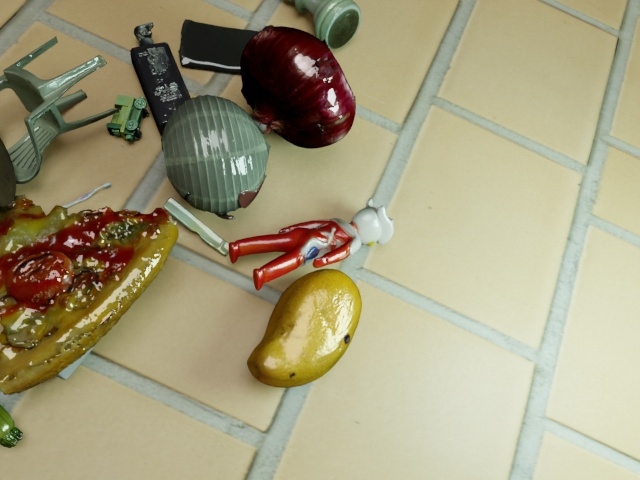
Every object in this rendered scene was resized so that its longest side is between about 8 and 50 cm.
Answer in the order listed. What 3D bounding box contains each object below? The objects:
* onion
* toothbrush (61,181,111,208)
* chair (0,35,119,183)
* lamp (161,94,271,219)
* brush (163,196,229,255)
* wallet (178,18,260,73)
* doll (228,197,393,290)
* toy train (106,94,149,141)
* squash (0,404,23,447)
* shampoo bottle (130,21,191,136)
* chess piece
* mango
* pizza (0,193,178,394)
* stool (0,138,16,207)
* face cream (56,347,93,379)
[{"bbox_3d":[-0.062,-0.334,1.315,0.314,0.314,0.232,42,71,8],"label":"onion"},{"bbox_3d":[-0.524,-0.096,1.280,0.131,0.013,0.011,-32,66,-21],"label":"toothbrush"},{"bbox_3d":[-0.599,-0.277,1.254,0.203,0.190,0.274,29,57,28],"label":"chair"},{"bbox_3d":[-0.223,-0.184,1.259,0.233,0.233,0.265,-7,60,-14],"label":"lamp"},{"bbox_3d":[-0.276,-0.027,1.294,0.178,0.030,0.033,39,57,-4],"label":"brush"},{"bbox_3d":[-0.221,-0.497,1.510,0.285,0.030,0.146,5,69,-8],"label":"wallet"},{"bbox_3d":[0.000,0.000,1.276,0.384,0.099,0.188,-18,34,-23],"label":"doll"},{"bbox_3d":[-0.451,-0.289,1.361,0.081,0.050,0.122,10,65,-1],"label":"toy train"},{"bbox_3d":[-0.644,0.286,1.059,0.069,0.069,0.258,-40,79,-24],"label":"squash"},{"bbox_3d":[-0.392,-0.398,1.411,0.098,0.071,0.309,-20,70,-16],"label":"shampoo bottle"},{"bbox_3d":[-0.027,-0.645,1.575,0.139,0.139,0.271,-37,66,-23],"label":"chess piece"},{"bbox_3d":[-0.027,0.185,1.198,0.177,0.120,0.295,40,67,-1],"label":"mango"},{"bbox_3d":[-0.535,0.037,1.129,0.406,0.130,0.440,32,64,18],"label":"pizza"},{"bbox_3d":[-0.766,-0.120,1.121,0.264,0.179,0.179,-15,70,-2],"label":"stool"},{"bbox_3d":[-0.472,0.174,1.148,0.084,0.057,0.198,28,62,3],"label":"face cream"}]
